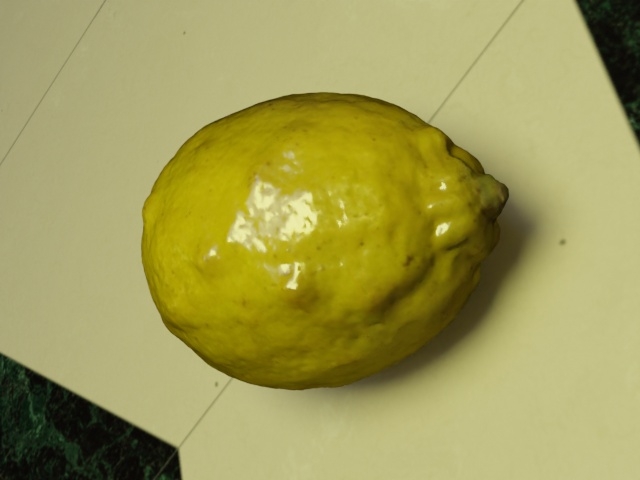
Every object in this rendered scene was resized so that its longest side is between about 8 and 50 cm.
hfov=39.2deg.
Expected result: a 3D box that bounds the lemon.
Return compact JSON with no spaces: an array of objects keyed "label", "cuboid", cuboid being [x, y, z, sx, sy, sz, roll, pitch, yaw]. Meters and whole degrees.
[{"label":"lemon","cuboid":[-0.006,0.002,0.809,0.316,0.285,0.285,21,89,20]}]
